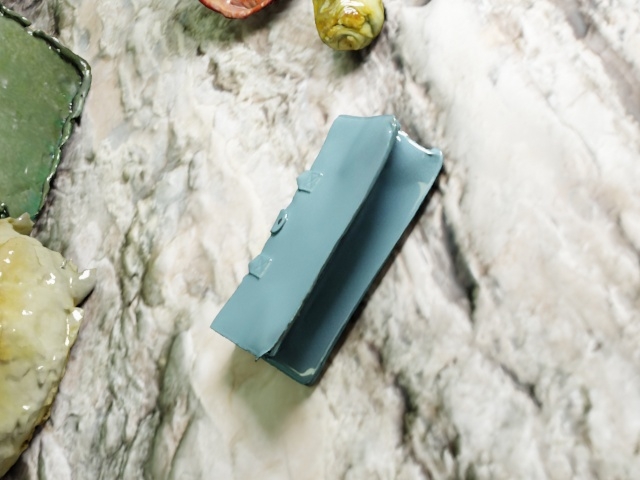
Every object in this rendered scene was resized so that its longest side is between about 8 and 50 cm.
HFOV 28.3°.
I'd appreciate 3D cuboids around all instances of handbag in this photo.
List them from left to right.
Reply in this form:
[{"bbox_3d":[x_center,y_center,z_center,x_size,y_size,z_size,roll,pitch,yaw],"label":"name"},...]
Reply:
[{"bbox_3d":[0.000,0.000,1.040,0.221,0.057,0.144,-61,27,-4],"label":"handbag"}]

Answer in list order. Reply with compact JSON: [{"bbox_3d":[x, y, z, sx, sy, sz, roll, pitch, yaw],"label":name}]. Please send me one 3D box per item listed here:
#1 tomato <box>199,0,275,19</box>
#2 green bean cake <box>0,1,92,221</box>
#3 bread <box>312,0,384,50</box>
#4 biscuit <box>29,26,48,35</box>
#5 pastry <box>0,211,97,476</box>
[{"bbox_3d":[-0.078,-0.351,1.310,0.228,0.228,0.101,-14,19,44],"label":"tomato"},{"bbox_3d":[-0.417,-0.155,1.503,0.132,0.241,0.255,-17,51,41],"label":"green bean cake"},{"bbox_3d":[0.025,-0.220,1.177,0.066,0.060,0.110,-15,44,7],"label":"bread"},{"bbox_3d":[-0.435,-0.149,1.654,0.054,0.094,0.378,-29,42,43],"label":"biscuit"},{"bbox_3d":[-0.385,0.129,1.326,0.330,0.136,0.329,-29,43,32],"label":"pastry"}]
